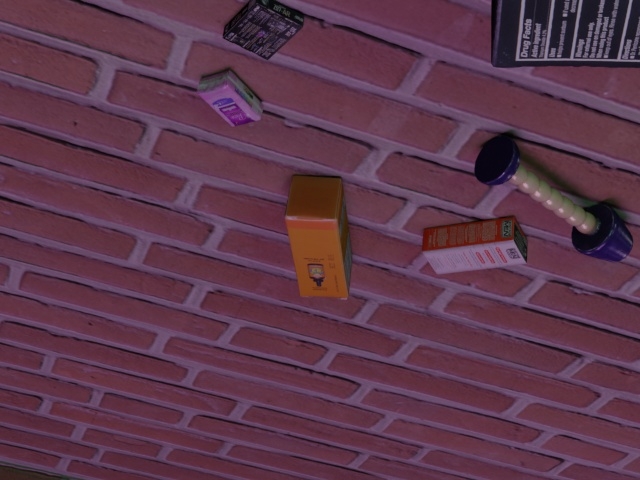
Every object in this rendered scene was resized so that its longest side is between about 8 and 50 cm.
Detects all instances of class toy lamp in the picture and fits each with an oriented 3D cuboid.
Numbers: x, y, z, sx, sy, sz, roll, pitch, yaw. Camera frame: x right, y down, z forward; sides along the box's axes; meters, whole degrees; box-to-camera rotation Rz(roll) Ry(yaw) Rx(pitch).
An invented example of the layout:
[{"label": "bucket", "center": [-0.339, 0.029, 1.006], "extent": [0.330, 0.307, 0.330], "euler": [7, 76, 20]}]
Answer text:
[{"label": "toy lamp", "center": [0.326, -0.047, 1.828], "extent": [0.274, 0.080, 0.080], "euler": [28, 143, -32]}]

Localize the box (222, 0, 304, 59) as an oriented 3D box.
[{"label": "box", "center": [-0.069, -0.257, 1.616], "extent": [0.067, 0.018, 0.083], "euler": [23, 145, -25]}]

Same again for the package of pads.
[{"label": "package of pads", "center": [-0.117, -0.183, 1.734], "extent": [0.050, 0.032, 0.083], "euler": [-10, 145, 31]}]

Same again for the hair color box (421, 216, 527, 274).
[{"label": "hair color box", "center": [0.227, 0.009, 1.973], "extent": [0.141, 0.043, 0.072], "euler": [-7, 146, 23]}]

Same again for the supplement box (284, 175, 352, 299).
[{"label": "supplement box", "center": [0.000, 0.000, 1.971], "extent": [0.078, 0.080, 0.233], "euler": [3, 147, 7]}]

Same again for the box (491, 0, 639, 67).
[{"label": "box", "center": [0.308, -0.313, 1.220], "extent": [0.293, 0.183, 0.296], "euler": [1, 148, 4]}]
